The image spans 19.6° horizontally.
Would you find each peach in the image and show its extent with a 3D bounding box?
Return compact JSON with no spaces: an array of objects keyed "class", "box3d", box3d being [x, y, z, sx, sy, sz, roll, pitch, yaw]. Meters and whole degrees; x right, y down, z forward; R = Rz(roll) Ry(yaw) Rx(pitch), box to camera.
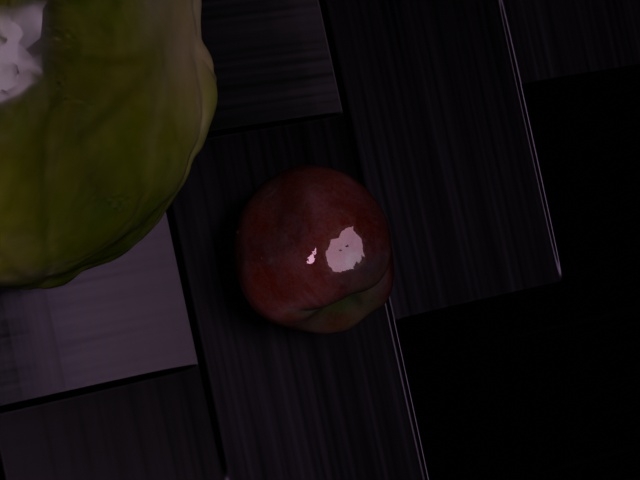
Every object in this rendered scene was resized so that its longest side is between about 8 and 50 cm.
[{"class":"peach","box3d":[0.000,0.000,1.636,0.152,0.152,0.152,4,80,-28]}]

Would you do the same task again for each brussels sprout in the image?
[{"class":"brussels sprout","box3d":[-0.249,-0.127,1.462,0.344,0.268,0.344,10,76,-49]}]
